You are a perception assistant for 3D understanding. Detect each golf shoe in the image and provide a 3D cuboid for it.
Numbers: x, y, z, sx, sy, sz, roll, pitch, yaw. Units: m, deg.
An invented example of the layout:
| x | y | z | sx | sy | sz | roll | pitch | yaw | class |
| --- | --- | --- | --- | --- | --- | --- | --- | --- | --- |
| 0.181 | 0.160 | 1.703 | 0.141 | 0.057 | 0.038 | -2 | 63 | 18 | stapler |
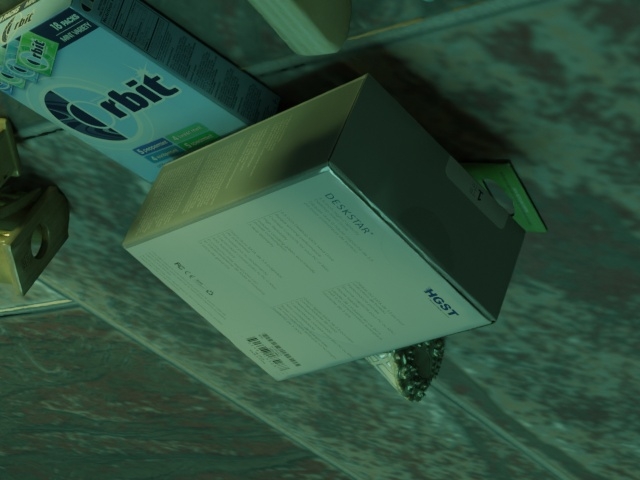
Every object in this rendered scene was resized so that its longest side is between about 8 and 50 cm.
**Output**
| x | y | z | sx | sy | sz | roll | pitch | yaw | class |
| --- | --- | --- | --- | --- | --- | --- | --- | --- | --- |
| 0.058 | 0.088 | 1.476 | 0.086 | 0.069 | 0.176 | 24 | 159 | 35 | golf shoe |

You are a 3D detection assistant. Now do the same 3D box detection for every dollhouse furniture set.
| x | y | z | sx | sy | sz | roll | pitch | yaw | class |
| --- | --- | --- | --- | --- | --- | --- | --- | --- | --- |
| -0.337 | -0.054 | 1.406 | 0.182 | 0.101 | 0.161 | 7 | 129 | 19 | dollhouse furniture set |

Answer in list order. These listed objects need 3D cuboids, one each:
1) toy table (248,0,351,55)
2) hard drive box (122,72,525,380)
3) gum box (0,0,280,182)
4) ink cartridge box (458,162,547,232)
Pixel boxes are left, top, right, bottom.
| x | y | z | sx | sy | sz | roll | pitch | yaw | class |
| --- | --- | --- | --- | --- | --- | --- | --- | --- | --- |
| -0.040 | -0.225 | 0.766 | 0.274 | 0.161 | 0.252 | -10 | 144 | 45 | toy table |
| 0.000 | 0.000 | 1.155 | 0.232 | 0.089 | 0.181 | -18 | 128 | 44 | hard drive box |
| -0.150 | -0.118 | 1.182 | 0.184 | 0.041 | 0.157 | 33 | 149 | -31 | gum box |
| 0.062 | -0.010 | 1.254 | 0.209 | 0.062 | 0.109 | 1 | 150 | 27 | ink cartridge box |
